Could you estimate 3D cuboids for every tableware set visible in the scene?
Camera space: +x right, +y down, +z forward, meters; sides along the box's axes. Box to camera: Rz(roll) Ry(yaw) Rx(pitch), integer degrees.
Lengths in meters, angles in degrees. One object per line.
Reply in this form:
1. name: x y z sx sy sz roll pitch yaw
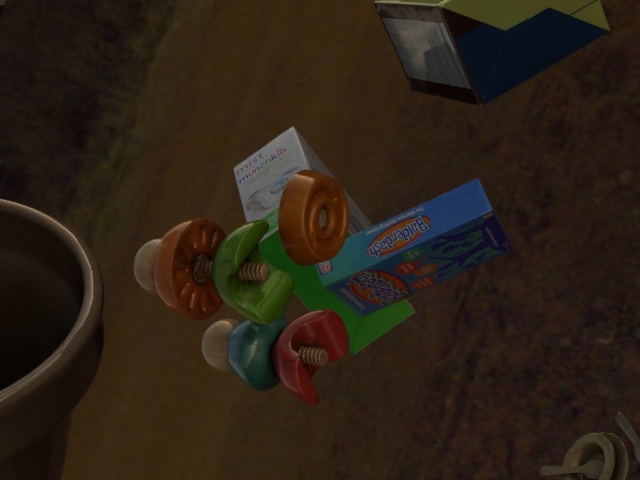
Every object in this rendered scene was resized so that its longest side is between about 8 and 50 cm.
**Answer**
1. tableware set: 0.295 0.266 1.101 0.128 0.039 0.194 -55 24 16

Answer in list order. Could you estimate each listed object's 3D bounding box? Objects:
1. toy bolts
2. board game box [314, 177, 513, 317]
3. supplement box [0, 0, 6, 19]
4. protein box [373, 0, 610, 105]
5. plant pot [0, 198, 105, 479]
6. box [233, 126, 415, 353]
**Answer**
1. toy bolts: -0.072 0.047 1.136 0.158 0.228 0.218 2 36 33
2. board game box: 0.113 0.014 1.269 0.210 0.160 0.047 -25 67 11
3. supplement box: -0.437 -0.273 1.251 0.239 0.130 0.073 144 139 -62
4. protein box: 0.211 -0.283 1.358 0.200 0.136 0.201 -31 21 -11
5. plant pot: -0.287 0.127 0.817 0.263 0.263 0.229 -100 9 -51
6. box: 0.000 0.000 1.621 0.127 0.262 0.231 -34 32 10
